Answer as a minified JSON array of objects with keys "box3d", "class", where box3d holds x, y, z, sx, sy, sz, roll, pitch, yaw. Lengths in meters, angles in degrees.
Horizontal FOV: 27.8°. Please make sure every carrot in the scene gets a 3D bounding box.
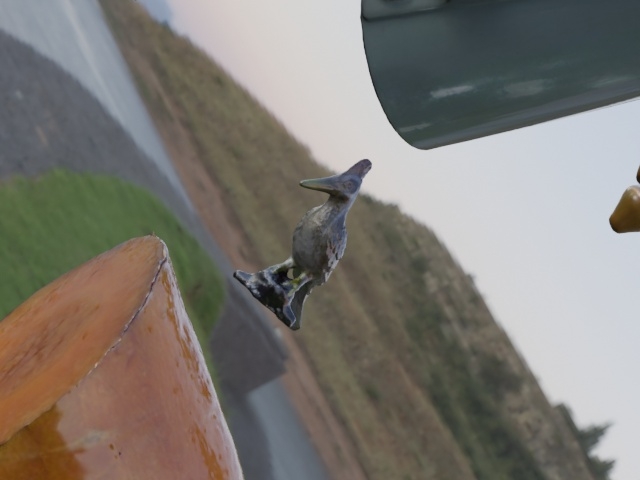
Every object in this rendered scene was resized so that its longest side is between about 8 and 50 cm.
[{"box3d":[-0.138,0.188,0.782,0.193,0.214,0.331,19,-50,61],"class":"carrot"}]

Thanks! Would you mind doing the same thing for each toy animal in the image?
[{"box3d":[-0.008,0.004,1.271,0.070,0.202,0.105,37,17,28],"class":"toy animal"}]

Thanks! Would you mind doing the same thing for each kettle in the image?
[{"box3d":[0.154,-0.163,0.849,0.210,0.243,0.160,31,58,-54],"class":"kettle"}]

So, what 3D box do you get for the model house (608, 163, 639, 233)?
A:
[{"box3d":[0.507,-0.071,1.663,0.271,0.301,0.190,61,-2,38],"class":"model house"}]
